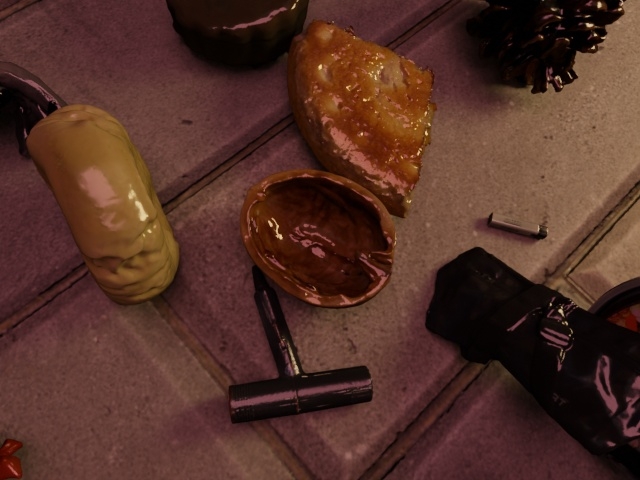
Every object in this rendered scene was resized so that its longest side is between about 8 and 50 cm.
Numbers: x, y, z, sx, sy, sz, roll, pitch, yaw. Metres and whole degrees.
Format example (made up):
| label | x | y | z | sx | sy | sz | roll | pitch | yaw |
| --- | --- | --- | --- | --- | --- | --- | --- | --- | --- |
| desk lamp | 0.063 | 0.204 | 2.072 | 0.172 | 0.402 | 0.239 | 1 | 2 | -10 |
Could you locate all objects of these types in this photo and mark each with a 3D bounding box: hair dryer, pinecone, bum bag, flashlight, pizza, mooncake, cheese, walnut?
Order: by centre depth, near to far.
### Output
| label | x | y | z | sx | sy | sz | roll | pitch | yaw |
| --- | --- | --- | --- | --- | --- | --- | --- | --- | --- |
| cheese | -0.244 | -0.040 | 0.558 | 0.117 | 0.214 | 0.226 | -26 | 67 | -18 |
| bum bag | 0.252 | 0.116 | 0.562 | 0.137 | 0.074 | 0.310 | -52 | 44 | -2 |
| hair dryer | -0.033 | 0.119 | 0.606 | 0.173 | 0.050 | 0.195 | -4 | 67 | -9 |
| walnut | -0.001 | 0.000 | 0.626 | 0.211 | 0.087 | 0.167 | 34 | 77 | 10 |
| flashlight | 0.287 | -0.021 | 0.693 | 0.083 | 0.018 | 0.018 | 15 | 70 | 1 |
| pizza | 0.075 | -0.190 | 0.705 | 0.226 | 0.086 | 0.336 | -24 | 75 | -17 |
| pinecone | 0.329 | -0.364 | 0.715 | 0.243 | 0.243 | 0.257 | 16 | 74 | 1 |
| mooncake | -0.125 | -0.377 | 0.740 | 0.228 | 0.124 | 0.228 | 0 | 74 | -1 |

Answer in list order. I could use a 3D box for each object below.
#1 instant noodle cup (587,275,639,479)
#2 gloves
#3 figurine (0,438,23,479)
| label | x | y | z | sx | sy | sz | roll | pitch | yaw |
| --- | --- | --- | --- | --- | --- | --- | --- | --- | --- |
| instant noodle cup | 0.452 | 0.156 | 0.532 | 0.181 | 0.302 | 0.259 | -4 | 80 | -30 |
| gloves | -0.463 | -0.190 | 0.641 | 0.285 | 0.142 | 0.119 | 17 | 97 | 1 |
| figurine | -0.413 | 0.266 | 0.462 | 0.226 | 0.183 | 0.160 | -22 | 82 | -25 |
